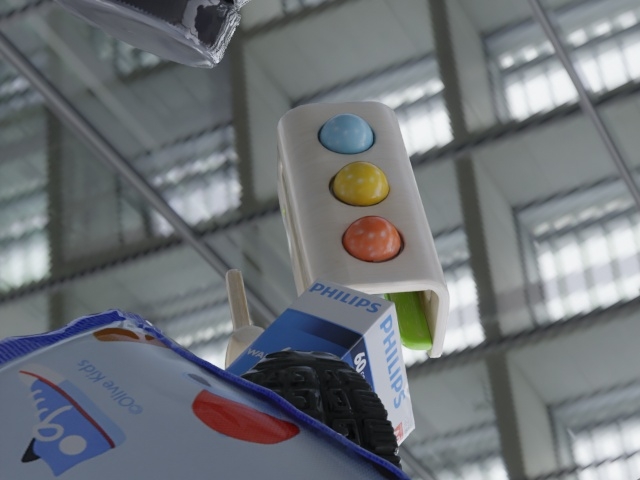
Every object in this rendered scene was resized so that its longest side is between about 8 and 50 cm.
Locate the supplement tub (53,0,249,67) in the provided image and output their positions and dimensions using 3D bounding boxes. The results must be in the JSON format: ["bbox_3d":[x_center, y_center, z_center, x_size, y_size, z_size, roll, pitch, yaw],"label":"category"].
[{"bbox_3d":[-0.033,-0.168,0.644,0.106,0.106,0.198,20,-96,35],"label":"supplement tub"}]

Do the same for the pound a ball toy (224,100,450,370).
[{"bbox_3d":[0.000,0.000,1.641,0.208,0.136,0.319,-3,-139,-8],"label":"pound a ball toy"}]

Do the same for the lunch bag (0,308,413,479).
[{"bbox_3d":[-0.086,0.235,0.603,0.327,0.239,0.385,29,-108,39],"label":"lunch bag"}]

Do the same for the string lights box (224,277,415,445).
[{"bbox_3d":[-0.039,0.159,1.260,0.076,0.133,0.259,17,-135,33],"label":"string lights box"}]

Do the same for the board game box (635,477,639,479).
[{"bbox_3d":[0.211,0.212,0.854,0.047,0.160,0.210,-27,-98,34],"label":"board game box"}]

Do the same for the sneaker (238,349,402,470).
[{"bbox_3d":[-0.022,0.195,0.841,0.109,0.130,0.286,6,-112,-4],"label":"sneaker"}]
